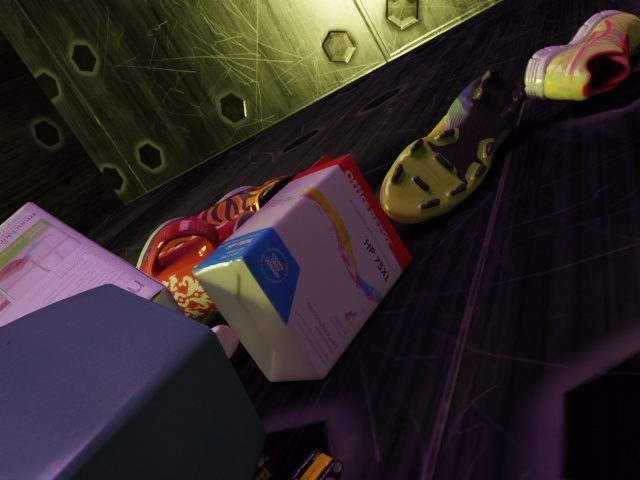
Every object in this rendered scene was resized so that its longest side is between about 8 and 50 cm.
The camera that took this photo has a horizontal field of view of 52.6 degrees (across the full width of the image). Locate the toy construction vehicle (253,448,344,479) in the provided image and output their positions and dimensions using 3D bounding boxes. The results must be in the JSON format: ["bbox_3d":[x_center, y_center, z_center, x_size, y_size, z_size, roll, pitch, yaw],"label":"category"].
[{"bbox_3d":[-0.038,0.176,0.420,0.085,0.035,0.098,6,42,48],"label":"toy construction vehicle"}]

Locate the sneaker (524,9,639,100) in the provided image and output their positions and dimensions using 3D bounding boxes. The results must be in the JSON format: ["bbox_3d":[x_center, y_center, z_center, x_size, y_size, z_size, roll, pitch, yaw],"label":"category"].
[{"bbox_3d":[0.355,-0.224,0.815,0.208,0.082,0.094,-35,39,-23],"label":"sneaker"}]

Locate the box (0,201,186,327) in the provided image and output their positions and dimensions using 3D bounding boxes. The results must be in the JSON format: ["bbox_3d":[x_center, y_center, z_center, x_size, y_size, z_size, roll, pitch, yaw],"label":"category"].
[{"bbox_3d":[-0.284,0.122,0.611,0.231,0.127,0.262,25,61,30],"label":"box"}]

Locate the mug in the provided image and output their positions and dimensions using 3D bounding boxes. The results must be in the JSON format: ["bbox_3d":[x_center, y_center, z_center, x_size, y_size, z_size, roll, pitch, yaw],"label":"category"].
[{"bbox_3d":[-0.149,0.028,0.815,0.169,0.150,0.113,-20,25,26],"label":"mug"}]

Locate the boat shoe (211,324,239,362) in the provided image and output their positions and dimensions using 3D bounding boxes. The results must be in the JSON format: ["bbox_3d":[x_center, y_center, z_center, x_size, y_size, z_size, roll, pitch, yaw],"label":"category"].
[{"bbox_3d":[-0.136,0.144,0.668,0.133,0.049,0.042,-46,-8,-21],"label":"boat shoe"}]

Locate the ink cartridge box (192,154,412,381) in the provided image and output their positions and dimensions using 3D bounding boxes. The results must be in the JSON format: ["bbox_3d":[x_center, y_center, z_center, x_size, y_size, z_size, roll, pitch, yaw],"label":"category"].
[{"bbox_3d":[0.003,0.011,0.635,0.078,0.134,0.231,-16,23,44],"label":"ink cartridge box"}]

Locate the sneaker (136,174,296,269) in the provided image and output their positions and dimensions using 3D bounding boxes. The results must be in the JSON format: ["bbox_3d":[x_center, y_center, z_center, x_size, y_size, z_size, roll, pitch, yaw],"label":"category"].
[{"bbox_3d":[-0.126,-0.017,0.971,0.180,0.125,0.321,-17,22,44],"label":"sneaker"}]

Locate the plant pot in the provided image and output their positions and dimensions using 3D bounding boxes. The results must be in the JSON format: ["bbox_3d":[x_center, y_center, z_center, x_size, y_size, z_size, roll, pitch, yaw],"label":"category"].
[{"bbox_3d":[-0.152,0.145,0.353,0.165,0.166,0.234,15,49,37],"label":"plant pot"}]

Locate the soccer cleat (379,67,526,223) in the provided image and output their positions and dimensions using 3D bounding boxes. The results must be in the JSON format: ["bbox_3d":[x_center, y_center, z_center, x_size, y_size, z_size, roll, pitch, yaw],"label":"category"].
[{"bbox_3d":[0.164,-0.103,0.810,0.289,0.093,0.121,-48,-8,-32],"label":"soccer cleat"}]
